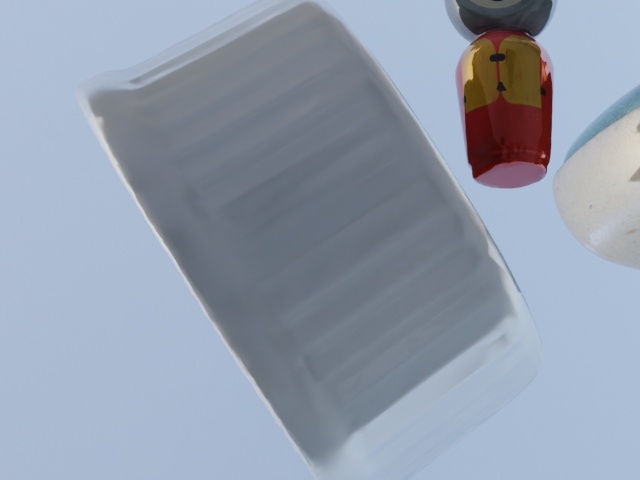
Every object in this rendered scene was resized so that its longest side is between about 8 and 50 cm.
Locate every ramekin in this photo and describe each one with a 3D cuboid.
[{"bbox_3d":[0.000,0.000,0.851,0.135,0.277,0.277,-33,-103,-1],"label":"ramekin"}]

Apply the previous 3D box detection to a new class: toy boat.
[{"bbox_3d":[0.213,-0.084,0.977,0.318,0.267,0.148,12,-114,-30],"label":"toy boat"}]
